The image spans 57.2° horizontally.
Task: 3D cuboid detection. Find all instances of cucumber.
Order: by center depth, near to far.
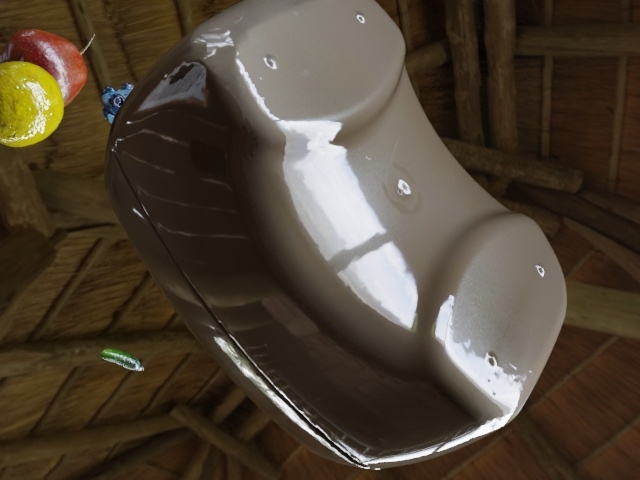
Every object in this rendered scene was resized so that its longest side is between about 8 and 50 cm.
[{"bbox_3d":[-0.522,0.317,1.564,0.037,0.037,0.155,-26,-39,19],"label":"cucumber"}]

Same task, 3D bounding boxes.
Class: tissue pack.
[{"bbox_3d":[0.000,0.000,0.533,0.387,0.267,0.276,51,-45,-6],"label":"tissue pack"}]

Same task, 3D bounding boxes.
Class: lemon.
[{"bbox_3d":[-0.405,-0.185,0.790,0.109,0.133,0.109,22,-45,24],"label":"lemon"}]

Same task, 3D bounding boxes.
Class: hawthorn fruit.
[{"bbox_3d":[-0.535,-0.346,1.179,0.162,0.203,0.163,11,-62,21],"label":"hawthorn fruit"}]

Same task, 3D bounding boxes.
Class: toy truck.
[{"bbox_3d":[-0.344,-0.226,1.036,0.073,0.056,0.090,-21,-47,-29],"label":"toy truck"}]
